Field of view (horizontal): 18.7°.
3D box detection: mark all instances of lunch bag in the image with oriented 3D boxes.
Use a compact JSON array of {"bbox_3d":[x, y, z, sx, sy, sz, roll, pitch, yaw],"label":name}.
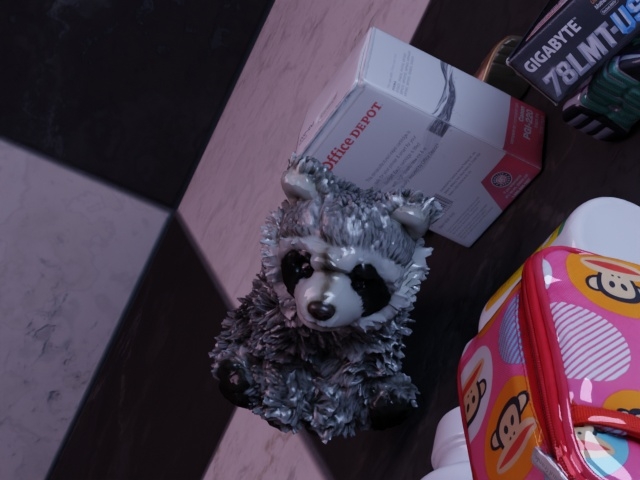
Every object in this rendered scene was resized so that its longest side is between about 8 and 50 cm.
[{"bbox_3d":[0.226,0.147,1.114,0.120,0.293,0.258,-58,21,34],"label":"lunch bag"}]

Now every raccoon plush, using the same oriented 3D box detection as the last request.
[{"bbox_3d":[0.000,0.000,2.080,0.446,0.216,0.299,-109,28,-61],"label":"raccoon plush"}]

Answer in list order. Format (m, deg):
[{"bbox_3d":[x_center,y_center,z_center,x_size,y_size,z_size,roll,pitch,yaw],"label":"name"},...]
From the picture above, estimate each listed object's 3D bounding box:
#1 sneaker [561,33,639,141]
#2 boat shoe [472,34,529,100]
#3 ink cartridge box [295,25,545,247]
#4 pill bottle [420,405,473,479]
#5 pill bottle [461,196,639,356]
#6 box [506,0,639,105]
[{"bbox_3d":[0.291,-0.163,1.763,0.098,0.083,0.224,-66,14,-16],"label":"sneaker"},{"bbox_3d":[0.181,-0.147,2.151,0.178,0.064,0.060,-58,11,5],"label":"boat shoe"},{"bbox_3d":[0.104,-0.106,2.041,0.158,0.218,0.092,-50,22,45],"label":"ink cartridge box"},{"bbox_3d":[0.132,0.267,1.519,0.153,0.153,0.264,-46,24,52],"label":"pill bottle"},{"bbox_3d":[0.206,0.067,1.634,0.208,0.118,0.117,-52,21,43],"label":"pill bottle"},{"bbox_3d":[0.318,-0.294,1.726,0.293,0.073,0.295,-53,5,-37],"label":"box"}]
